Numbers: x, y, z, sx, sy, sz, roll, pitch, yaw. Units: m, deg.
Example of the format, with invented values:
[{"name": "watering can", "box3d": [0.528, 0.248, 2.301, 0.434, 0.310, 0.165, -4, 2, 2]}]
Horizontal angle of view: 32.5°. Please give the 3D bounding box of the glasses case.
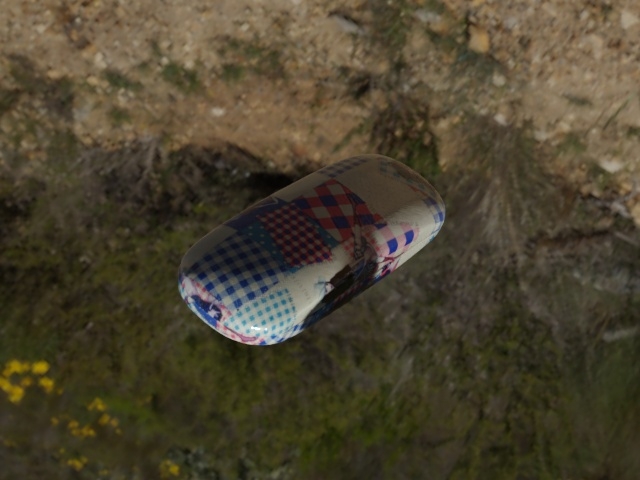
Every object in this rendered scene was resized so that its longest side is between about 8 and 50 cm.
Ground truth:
[{"name": "glasses case", "box3d": [0.000, 0.000, 1.071, 0.125, 0.327, 0.076, 37, 132, 22]}]
